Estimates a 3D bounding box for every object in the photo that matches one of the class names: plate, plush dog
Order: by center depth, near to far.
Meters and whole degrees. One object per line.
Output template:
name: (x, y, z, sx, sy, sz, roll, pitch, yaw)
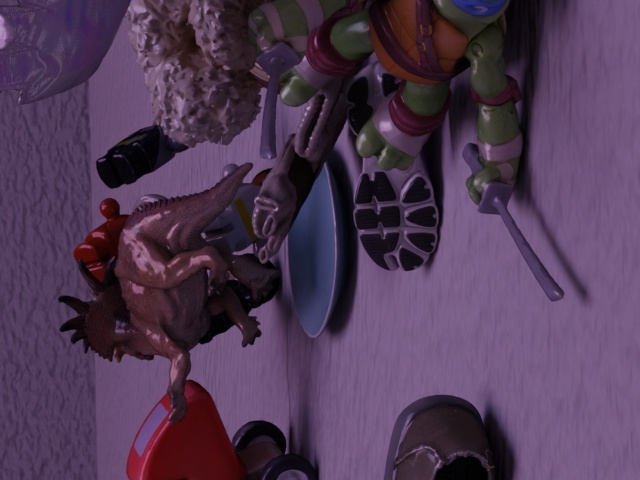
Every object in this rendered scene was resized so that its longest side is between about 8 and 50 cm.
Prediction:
plush dog: (-0.053, -0.236, 1.445, 0.210, 0.225, 0.262, 56, -148, -30)
plate: (0.000, 0.000, 1.693, 0.188, 0.024, 0.188, 179, 90, -75)

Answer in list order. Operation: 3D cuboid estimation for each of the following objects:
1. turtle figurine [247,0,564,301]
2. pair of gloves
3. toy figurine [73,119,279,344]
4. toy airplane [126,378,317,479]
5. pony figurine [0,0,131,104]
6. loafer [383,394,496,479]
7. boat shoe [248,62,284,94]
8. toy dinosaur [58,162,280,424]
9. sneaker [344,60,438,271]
turtle figurine: (0.036, -0.091, 1.204, 0.266, 0.198, 0.274, 157, 115, -76)
pair of gloves: (-0.003, -0.109, 1.486, 0.240, 0.042, 0.204, 111, -176, -50)
toy figurine: (-0.136, -0.020, 1.860, 0.213, 0.148, 0.209, 31, 130, 18)
toy airplane: (-0.153, 0.386, 1.818, 0.386, 0.272, 0.384, 112, 151, -54)
pony figurine: (-0.106, -0.254, 1.191, 0.351, 0.363, 0.303, -17, -82, -76)
loafer: (0.079, 0.240, 1.264, 0.087, 0.094, 0.251, -129, 40, -74)
boat shoe: (-0.044, -0.210, 1.708, 0.342, 0.123, 0.123, -122, 11, -56)
toy dinosaur: (-0.163, 0.039, 1.736, 0.200, 0.127, 0.295, 32, 125, 25)
sneaker: (0.065, -0.060, 1.398, 0.071, 0.068, 0.170, -34, -59, -68)
